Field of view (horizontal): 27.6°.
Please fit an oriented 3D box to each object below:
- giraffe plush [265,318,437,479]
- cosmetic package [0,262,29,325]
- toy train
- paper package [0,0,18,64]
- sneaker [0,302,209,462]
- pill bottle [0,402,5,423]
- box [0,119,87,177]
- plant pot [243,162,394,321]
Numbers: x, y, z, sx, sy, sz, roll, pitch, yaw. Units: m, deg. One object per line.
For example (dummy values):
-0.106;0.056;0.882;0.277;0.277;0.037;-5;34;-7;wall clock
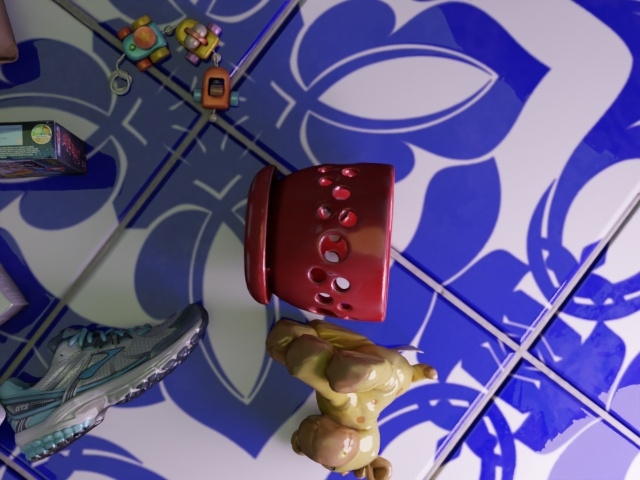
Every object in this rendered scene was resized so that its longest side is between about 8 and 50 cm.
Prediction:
0.026;0.204;1.584;0.210;0.181;0.170;11;100;-36;giraffe plush
-0.465;0.011;1.571;0.107;0.127;0.238;-38;88;-3;cosmetic package
-0.180;-0.220;1.626;0.166;0.046;0.125;9;88;-2;toy train
-0.554;-0.334;1.534;0.309;0.168;0.325;-18;80;-4;paper package
-0.268;0.148;1.584;0.283;0.110;0.122;-34;87;-3;sneaker
-0.461;0.264;1.556;0.112;0.112;0.186;35;99;-1;pill bottle
-0.369;-0.103;1.522;0.159;0.233;0.044;-3;89;-2;box
0.000;0.000;1.557;0.174;0.191;0.191;2;88;2;plant pot
